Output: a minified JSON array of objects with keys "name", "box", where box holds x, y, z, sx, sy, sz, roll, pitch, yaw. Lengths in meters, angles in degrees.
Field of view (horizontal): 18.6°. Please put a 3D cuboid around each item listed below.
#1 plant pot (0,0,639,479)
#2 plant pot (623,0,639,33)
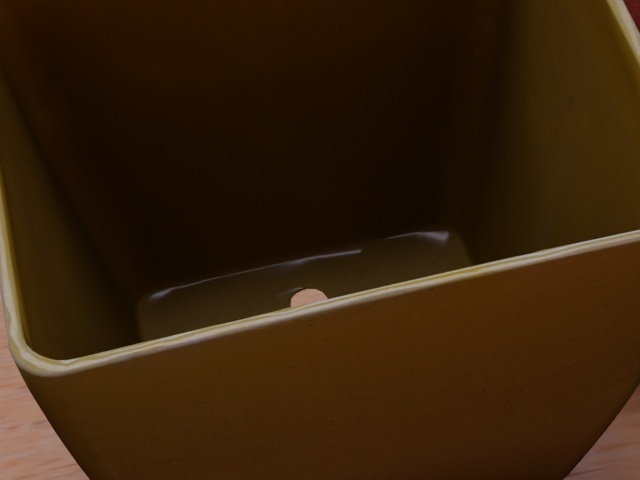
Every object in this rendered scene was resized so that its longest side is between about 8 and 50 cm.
[{"name":"plant pot","box":[0.000,0.000,0.693,0.212,0.187,0.212,-13,49,-6]},{"name":"plant pot","box":[0.256,-0.094,0.794,0.265,0.272,0.272,10,29,24]}]
